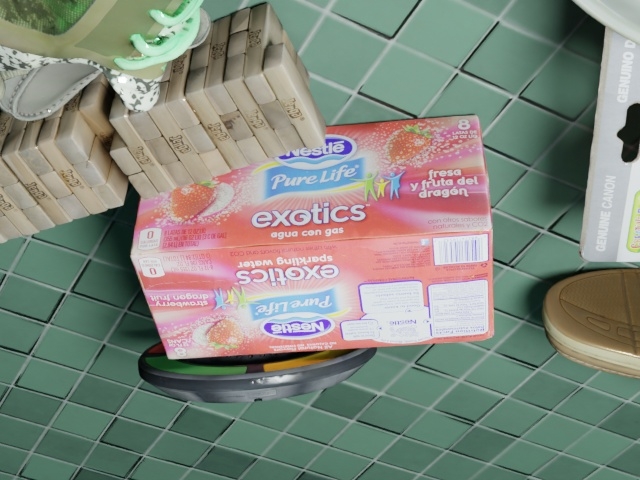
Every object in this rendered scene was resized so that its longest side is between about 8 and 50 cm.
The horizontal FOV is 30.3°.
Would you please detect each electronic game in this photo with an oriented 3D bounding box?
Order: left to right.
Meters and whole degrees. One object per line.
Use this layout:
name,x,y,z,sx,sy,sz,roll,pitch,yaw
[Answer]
electronic game,-0.060,0.108,1.133,0.229,0.229,0.048,-4,99,5

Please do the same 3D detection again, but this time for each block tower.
block tower,-0.164,-0.093,0.985,0.335,0.097,0.091,-14,136,18

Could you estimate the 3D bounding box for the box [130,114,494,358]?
box,0.000,0.000,1.046,0.300,0.142,0.154,-4,137,6

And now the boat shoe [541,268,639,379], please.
boat shoe,0.373,0.116,1.184,0.341,0.122,0.110,9,136,-11

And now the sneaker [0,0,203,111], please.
sneaker,-0.116,-0.170,0.728,0.410,0.158,0.182,1,135,37

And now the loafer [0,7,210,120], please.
loafer,-0.136,-0.177,0.860,0.319,0.112,0.111,-39,82,35

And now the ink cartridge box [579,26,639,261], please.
ink cartridge box,0.340,-0.127,0.913,0.271,0.130,0.309,-1,137,4

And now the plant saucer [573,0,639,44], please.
plant saucer,0.290,-0.265,0.655,0.400,0.100,0.400,1,121,2
